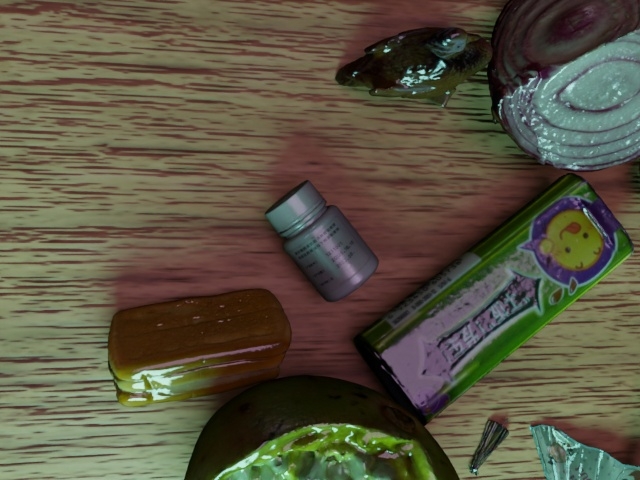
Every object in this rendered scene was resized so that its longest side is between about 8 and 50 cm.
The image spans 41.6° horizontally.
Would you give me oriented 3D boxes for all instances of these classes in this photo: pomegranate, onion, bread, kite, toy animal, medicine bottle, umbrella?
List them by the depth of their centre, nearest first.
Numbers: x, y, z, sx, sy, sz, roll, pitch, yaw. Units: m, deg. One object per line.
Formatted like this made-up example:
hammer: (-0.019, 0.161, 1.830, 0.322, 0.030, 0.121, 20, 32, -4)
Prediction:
pomegranate: (-0.016, 0.299, 0.917, 0.309, 0.216, 0.358, 29, 113, -14)
bread: (-0.133, 0.117, 0.929, 0.200, 0.116, 0.077, -9, 116, -14)
toy animal: (0.102, -0.204, 0.962, 0.188, 0.179, 0.089, -7, 89, 12)
medicine bottle: (0.000, 0.000, 0.975, 0.080, 0.080, 0.130, -41, 98, -11)
onion: (0.322, -0.209, 1.007, 0.206, 0.216, 0.207, 46, 37, -41)
umbrella: (0.212, 0.258, 1.062, 0.031, 0.020, 0.083, 37, 86, -11)
kite: (0.416, 0.320, 1.085, 0.335, 0.011, 0.314, 23, 97, 0)

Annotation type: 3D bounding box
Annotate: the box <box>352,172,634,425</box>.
box: (0.209, 0.069, 1.023, 0.345, 0.097, 0.134, -37, 90, -12)

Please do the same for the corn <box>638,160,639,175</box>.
corn: (0.535, -0.047, 1.109, 0.261, 0.097, 0.097, 26, 83, -12)
